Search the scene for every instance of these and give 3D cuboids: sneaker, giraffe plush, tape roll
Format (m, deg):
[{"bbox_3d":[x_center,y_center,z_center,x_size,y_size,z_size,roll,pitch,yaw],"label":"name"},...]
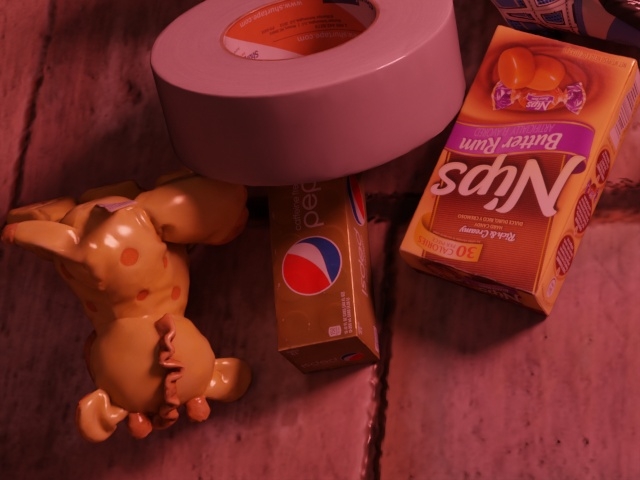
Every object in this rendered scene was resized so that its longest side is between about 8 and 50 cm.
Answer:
[{"bbox_3d":[0.186,-0.184,1.161,0.211,0.081,0.080,32,48,14],"label":"sneaker"},{"bbox_3d":[-0.127,0.048,1.145,0.181,0.210,0.171,-12,98,1],"label":"giraffe plush"},{"bbox_3d":[-0.009,-0.123,1.141,0.219,0.072,0.219,-8,30,5],"label":"tape roll"}]

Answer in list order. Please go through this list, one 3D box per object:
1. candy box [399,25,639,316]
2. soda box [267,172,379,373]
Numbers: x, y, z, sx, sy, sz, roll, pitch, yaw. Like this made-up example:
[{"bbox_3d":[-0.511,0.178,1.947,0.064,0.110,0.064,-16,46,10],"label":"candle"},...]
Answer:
[{"bbox_3d":[0.144,-0.051,1.128,0.109,0.053,0.187,18,77,26],"label":"candy box"},{"bbox_3d":[0.000,0.000,1.158,0.061,0.058,0.181,-12,64,16],"label":"soda box"}]
